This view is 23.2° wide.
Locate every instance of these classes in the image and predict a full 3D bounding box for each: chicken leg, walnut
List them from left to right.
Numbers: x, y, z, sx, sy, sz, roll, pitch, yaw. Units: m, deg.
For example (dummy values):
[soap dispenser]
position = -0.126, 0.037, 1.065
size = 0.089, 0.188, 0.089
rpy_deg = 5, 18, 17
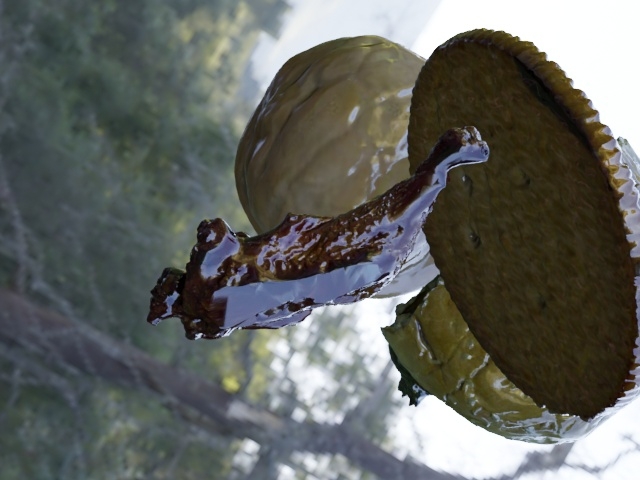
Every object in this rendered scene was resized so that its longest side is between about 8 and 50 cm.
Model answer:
[chicken leg]
position = 0.000, 0.005, 0.899
size = 0.219, 0.089, 0.048
rpy_deg = -20, -138, 5
[walnut]
position = 0.048, -0.076, 1.650
size = 0.285, 0.285, 0.296
rpy_deg = -60, 167, -5

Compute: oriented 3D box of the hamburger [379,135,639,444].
[hamburger]
position = 0.213, 0.065, 1.402
size = 0.309, 0.211, 0.132
rpy_deg = -41, 176, -4

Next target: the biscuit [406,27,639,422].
[biscuit]
position = 0.152, -0.011, 1.137
size = 0.038, 0.305, 0.305
rpy_deg = -21, 177, -21
